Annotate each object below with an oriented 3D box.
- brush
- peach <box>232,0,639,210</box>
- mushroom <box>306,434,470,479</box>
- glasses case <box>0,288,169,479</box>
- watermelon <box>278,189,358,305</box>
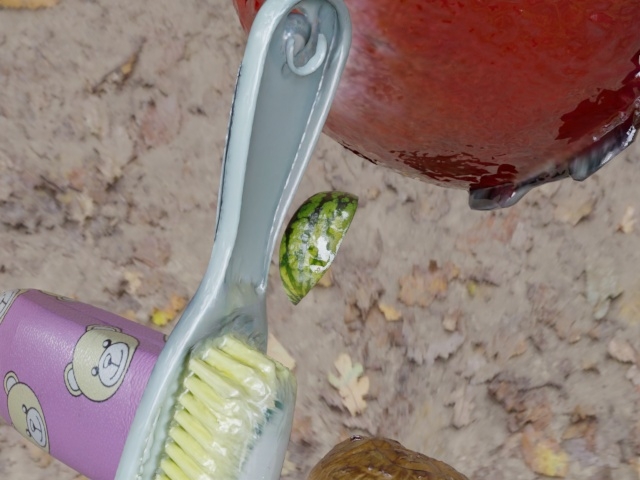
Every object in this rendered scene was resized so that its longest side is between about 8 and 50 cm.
[{"bbox_3d":[-0.030,0.045,0.411,0.060,0.068,0.296,31,113,37],"label":"brush"},{"bbox_3d":[0.111,-0.222,0.677,0.353,0.416,0.339,3,48,20],"label":"peach"},{"bbox_3d":[0.100,0.329,1.204,0.253,0.253,0.153,22,88,10],"label":"mushroom"},{"bbox_3d":[-0.172,0.124,0.796,0.316,0.076,0.123,15,103,40],"label":"glasses case"},{"bbox_3d":[-0.010,-0.008,1.257,0.069,0.087,0.163,30,72,-6],"label":"watermelon"}]
